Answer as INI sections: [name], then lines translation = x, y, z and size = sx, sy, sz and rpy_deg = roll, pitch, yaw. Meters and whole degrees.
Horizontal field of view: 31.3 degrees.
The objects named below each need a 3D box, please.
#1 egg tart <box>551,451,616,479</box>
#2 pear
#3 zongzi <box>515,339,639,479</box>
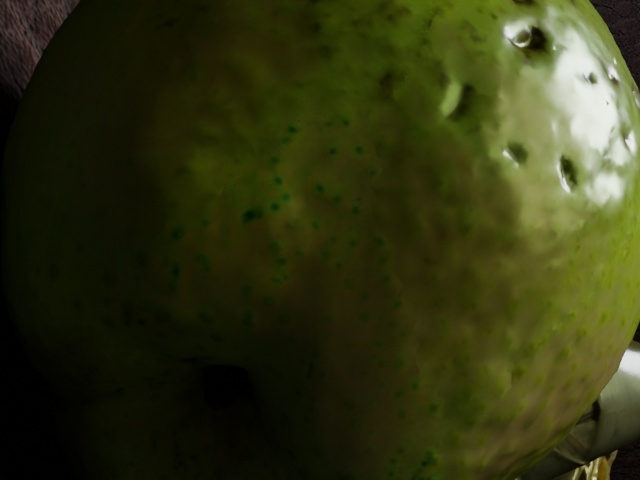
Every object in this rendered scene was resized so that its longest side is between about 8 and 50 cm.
[egg tart]
translation = 0.196, 0.281, 1.125
size = 0.388, 0.169, 0.388
rpy_deg = -53, 152, -43
[pear]
translation = 0.000, 0.000, 0.638
size = 0.391, 0.391, 0.391
rpy_deg = -22, 90, -76
[zongzi]
translation = 0.085, 0.012, 0.929
size = 0.181, 0.418, 0.447
rpy_deg = 129, -59, -78
